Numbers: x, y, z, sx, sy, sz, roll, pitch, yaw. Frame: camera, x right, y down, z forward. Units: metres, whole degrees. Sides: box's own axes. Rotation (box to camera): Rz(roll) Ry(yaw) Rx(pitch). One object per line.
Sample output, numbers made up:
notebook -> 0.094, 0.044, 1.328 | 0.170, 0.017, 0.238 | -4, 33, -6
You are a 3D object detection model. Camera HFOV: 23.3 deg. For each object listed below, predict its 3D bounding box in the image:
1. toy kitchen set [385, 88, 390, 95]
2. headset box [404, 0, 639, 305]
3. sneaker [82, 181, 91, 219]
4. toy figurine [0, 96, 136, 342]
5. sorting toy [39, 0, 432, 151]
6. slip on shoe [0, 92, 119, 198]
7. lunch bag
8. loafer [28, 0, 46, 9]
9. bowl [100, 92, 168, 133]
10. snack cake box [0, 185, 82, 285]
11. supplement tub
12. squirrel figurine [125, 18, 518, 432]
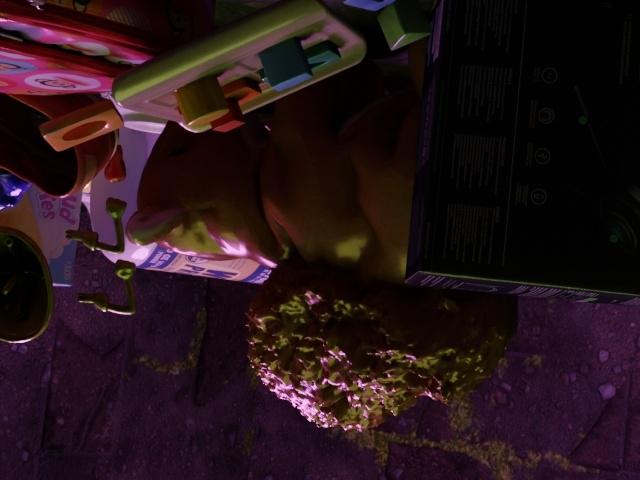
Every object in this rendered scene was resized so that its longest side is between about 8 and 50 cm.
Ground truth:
toy kitchen set -> 0.033, -0.147, 1.776 | 0.068, 0.083, 0.075 | 48, 173, 0
headset box -> 0.225, -0.074, 1.295 | 0.283, 0.246, 0.131 | 5, 175, -1
sneaker -> -0.293, -0.120, 2.125 | 0.147, 0.145, 0.384 | -19, 156, 16
toy figurine -> -0.301, -0.104, 1.619 | 0.191, 0.363, 0.217 | -11, -157, -4
sorting toy -> -0.057, -0.128, 1.262 | 0.347, 0.047, 0.196 | -23, 172, 11
slip on shoe -> -0.334, -0.149, 1.413 | 0.331, 0.101, 0.123 | 34, 124, -19
lunch bag -> -0.221, -0.194, 1.244 | 0.258, 0.120, 0.293 | -2, 174, 36
loafer -> -0.320, -0.211, 1.008 | 0.365, 0.130, 0.134 | 4, 175, 21
bowl -> -0.181, -0.164, 1.739 | 0.170, 0.080, 0.170 | 6, 175, 1
snack cake box -> -0.349, -0.087, 1.758 | 0.152, 0.264, 0.089 | 9, 174, -37
supplement tub -> -0.114, -0.062, 2.003 | 0.316, 0.228, 0.228 | 9, 175, -28
squirrel figurine -> 0.000, 0.000, 1.541 | 0.370, 0.397, 0.281 | -7, 179, 15
